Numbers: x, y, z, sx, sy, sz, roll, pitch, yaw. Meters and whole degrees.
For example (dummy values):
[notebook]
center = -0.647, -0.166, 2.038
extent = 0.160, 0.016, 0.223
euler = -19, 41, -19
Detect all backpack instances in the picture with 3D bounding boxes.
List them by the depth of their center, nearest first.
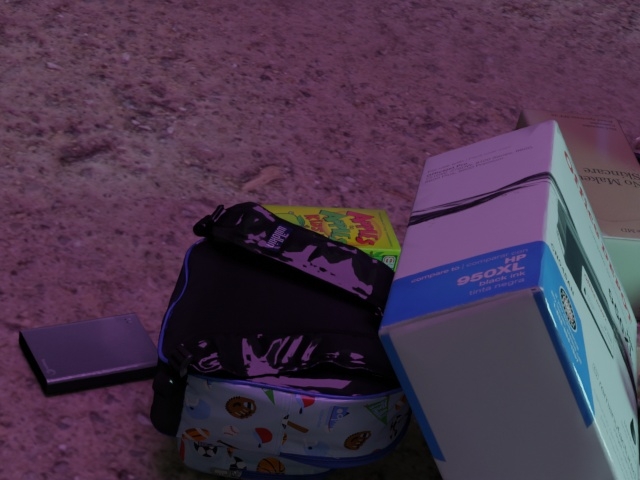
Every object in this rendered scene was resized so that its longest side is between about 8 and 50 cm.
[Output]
[backpack]
center = -0.027, 0.126, 1.656
extent = 0.263, 0.213, 0.276
euler = 7, 41, 5

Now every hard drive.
[hard drive]
center = -0.249, 0.122, 1.760
extent = 0.135, 0.022, 0.094
euler = -8, 38, -27

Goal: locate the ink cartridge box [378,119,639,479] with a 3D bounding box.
[ink cartridge box]
center = 0.206, 0.091, 1.649
extent = 0.166, 0.285, 0.395
euler = -17, 22, 18

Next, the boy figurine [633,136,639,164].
[boy figurine]
center = 0.541, -0.114, 2.299
extent = 0.177, 0.092, 0.285
euler = 31, 41, 32

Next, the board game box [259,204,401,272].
[board game box]
center = 0.000, 0.000, 2.001
extent = 0.181, 0.043, 0.092
euler = 2, 34, -14

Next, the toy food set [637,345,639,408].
[toy food set]
center = 0.460, 0.150, 1.768
extent = 0.220, 0.092, 0.306
euler = 6, 2, -7

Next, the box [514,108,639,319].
[box]
center = 0.342, -0.038, 2.090
extent = 0.148, 0.121, 0.311
euler = 5, 33, -12
